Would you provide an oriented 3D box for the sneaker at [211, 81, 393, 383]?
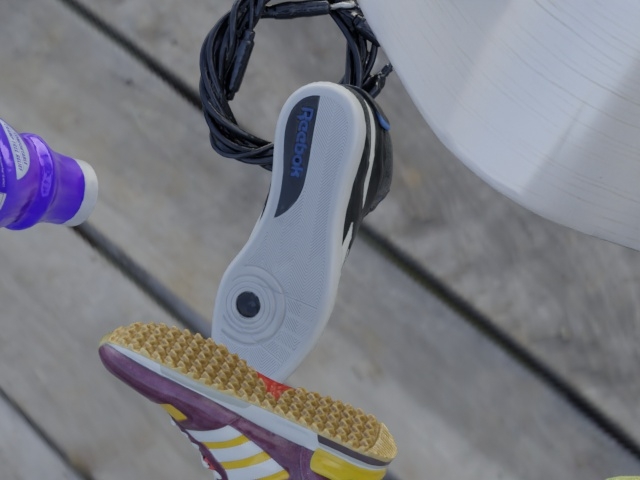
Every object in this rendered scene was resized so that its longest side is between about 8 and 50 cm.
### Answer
[{"bbox_3d":[0.000,0.000,1.297,0.079,0.121,0.217,22,100,18],"label":"sneaker"}]

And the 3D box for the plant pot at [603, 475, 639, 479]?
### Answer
[{"bbox_3d":[0.188,0.228,0.774,0.276,0.254,0.276,-34,33,26],"label":"plant pot"}]

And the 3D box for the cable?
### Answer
[{"bbox_3d":[-0.031,-0.148,1.657,0.184,0.150,0.047,-44,17,-6],"label":"cable"}]

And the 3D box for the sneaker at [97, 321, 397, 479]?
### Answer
[{"bbox_3d":[-0.053,0.116,1.109,0.185,0.069,0.084,25,108,2],"label":"sneaker"}]

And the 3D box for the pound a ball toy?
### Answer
[{"bbox_3d":[0.142,-0.135,0.428,0.319,0.136,0.208,-58,31,24],"label":"pound a ball toy"}]

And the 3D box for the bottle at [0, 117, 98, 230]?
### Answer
[{"bbox_3d":[-0.325,-0.065,1.733,0.092,0.283,0.118,-36,60,29],"label":"bottle"}]
